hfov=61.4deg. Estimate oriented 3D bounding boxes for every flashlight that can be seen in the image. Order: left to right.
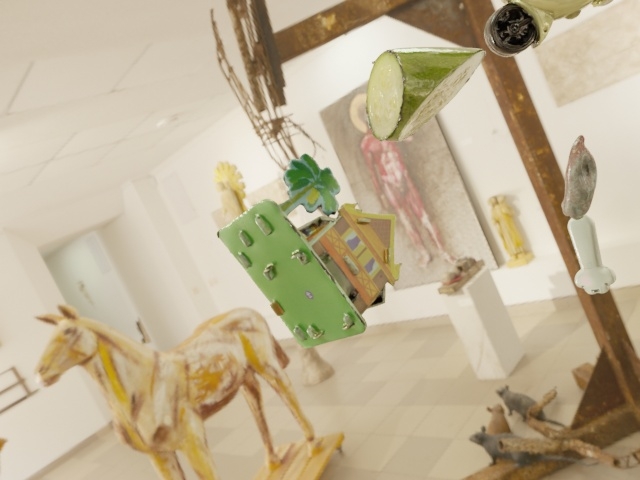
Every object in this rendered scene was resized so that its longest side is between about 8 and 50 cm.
[{"bbox_3d":[0.661,0.032,1.328,0.093,0.201,0.047,-14,2,44],"label":"flashlight"}]

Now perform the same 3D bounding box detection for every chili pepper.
[{"bbox_3d":[0.383,-0.083,0.795,0.041,0.153,0.050,21,53,32],"label":"chili pepper"}]

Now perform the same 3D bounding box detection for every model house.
[{"bbox_3d":[0.000,0.000,1.197,0.242,0.358,0.313,-30,11,47],"label":"model house"}]

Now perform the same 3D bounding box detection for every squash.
[{"bbox_3d":[0.236,-0.293,1.084,0.260,0.190,0.189,-3,-2,-20],"label":"squash"}]

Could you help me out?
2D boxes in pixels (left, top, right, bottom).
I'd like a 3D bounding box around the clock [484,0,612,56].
[{"bbox_3d":[0.479,-0.592,1.127,0.276,0.380,0.120,-5,11,2],"label":"clock"}]
